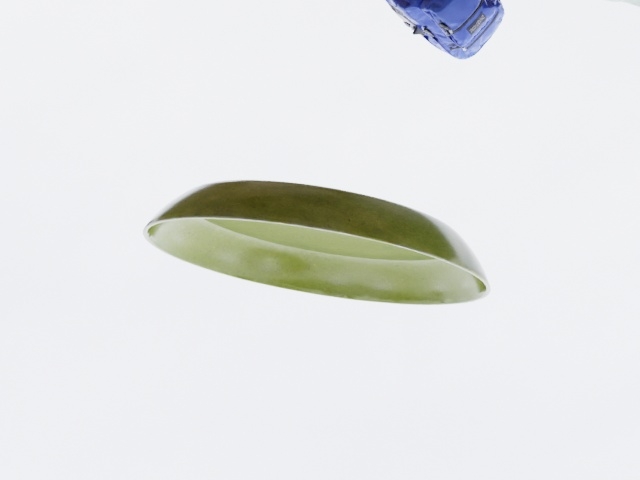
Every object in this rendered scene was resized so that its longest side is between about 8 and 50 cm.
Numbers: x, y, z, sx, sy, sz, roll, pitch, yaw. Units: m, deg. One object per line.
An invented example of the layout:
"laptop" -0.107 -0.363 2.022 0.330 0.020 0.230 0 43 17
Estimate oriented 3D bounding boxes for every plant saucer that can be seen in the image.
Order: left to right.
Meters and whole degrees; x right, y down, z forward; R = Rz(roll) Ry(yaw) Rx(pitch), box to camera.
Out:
"plant saucer" 0.000 0.000 1.276 0.241 0.241 0.037 6 -103 21

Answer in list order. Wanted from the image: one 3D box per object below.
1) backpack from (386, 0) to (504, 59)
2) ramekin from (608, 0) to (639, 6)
"backpack" 0.145 -0.257 2.069 0.098 0.120 0.101 -45 -140 5
"ramekin" 0.330 -0.288 1.376 0.148 0.303 0.303 27 -139 -1
